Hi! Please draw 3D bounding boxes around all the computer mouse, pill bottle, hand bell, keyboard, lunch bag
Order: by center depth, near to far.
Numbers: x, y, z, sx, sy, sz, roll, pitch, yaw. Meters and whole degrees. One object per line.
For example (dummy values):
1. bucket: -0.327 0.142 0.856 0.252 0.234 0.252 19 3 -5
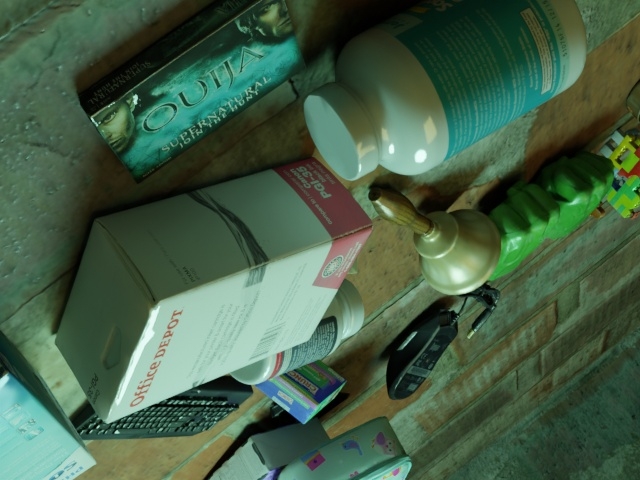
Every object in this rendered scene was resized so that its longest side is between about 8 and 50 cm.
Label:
1. pill bottle: 0.116 -0.158 1.015 0.264 0.146 0.146 -31 155 -19
2. pill bottle: -0.035 0.105 1.318 0.180 0.108 0.108 -16 147 -42
3. hand bell: 0.131 -0.022 1.377 0.126 0.126 0.242 -44 143 12
4. keyboard: -0.177 0.200 1.382 0.201 0.033 0.317 -45 157 13
5. lunch bag: 0.023 0.408 1.725 0.224 0.108 0.279 -25 156 -20
6. keyboard: -0.027 0.274 1.740 0.108 0.023 0.180 -37 157 13
7. computer mouse: 0.207 0.164 1.848 0.184 0.060 0.262 14 112 -57

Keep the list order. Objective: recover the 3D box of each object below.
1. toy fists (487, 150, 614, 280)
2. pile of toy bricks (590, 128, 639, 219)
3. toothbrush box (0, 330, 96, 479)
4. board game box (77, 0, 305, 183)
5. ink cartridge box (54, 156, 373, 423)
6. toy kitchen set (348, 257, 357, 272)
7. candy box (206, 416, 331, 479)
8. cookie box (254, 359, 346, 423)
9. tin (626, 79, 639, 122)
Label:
1. toy fists: 0.338 -0.049 1.609 0.279 0.096 0.142 -28 165 -27
2. pile of toy bricks: 0.495 -0.082 1.756 0.118 0.105 0.212 -16 148 -42
3. toothbrush box: -0.358 0.183 0.963 0.216 0.126 0.295 -34 156 -12
4. board game box: -0.103 -0.134 0.889 0.186 0.026 0.126 -36 157 -6
5. ink cartridge box: -0.110 0.046 1.089 0.283 0.117 0.207 -19 150 -40
6. toy kitchen set: 0.000 0.000 1.288 0.083 0.075 0.068 -1 -169 -5
7. candy box: -0.096 0.390 1.765 0.164 0.070 0.196 -6 146 -48
8. cookie box: -0.027 0.202 1.493 0.040 0.091 0.107 -59 167 24
9. tin: 0.543 -0.259 1.597 0.190 0.040 0.106 -46 160 16
